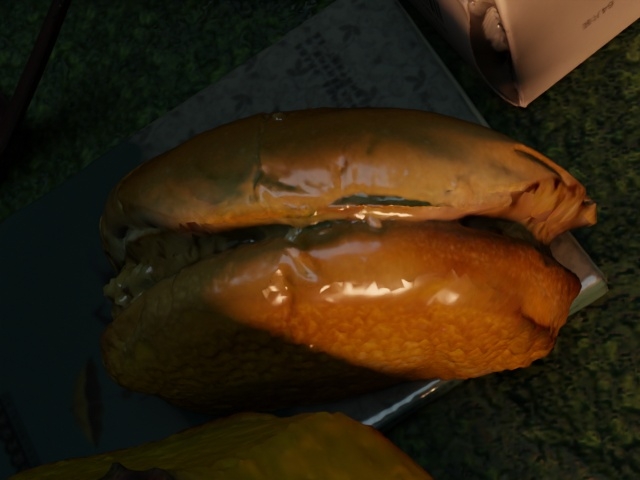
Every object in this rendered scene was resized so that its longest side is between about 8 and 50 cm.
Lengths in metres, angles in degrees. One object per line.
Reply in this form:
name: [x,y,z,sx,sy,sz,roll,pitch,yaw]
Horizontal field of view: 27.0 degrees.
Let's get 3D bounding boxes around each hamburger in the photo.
hamburger: [0.000,0.000,0.700,0.283,0.156,0.144,-11,65,15]

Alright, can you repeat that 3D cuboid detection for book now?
book: [-0.056,0.031,0.809,0.379,0.031,0.264,-34,62,1]

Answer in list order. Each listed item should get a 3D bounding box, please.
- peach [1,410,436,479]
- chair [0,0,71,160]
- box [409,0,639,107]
peach: [-0.063,0.239,0.609,0.306,0.242,0.380,-44,74,19]
chair: [-0.310,-0.077,0.889,0.175,0.183,0.326,52,134,27]
box: [0.174,-0.253,0.795,0.333,0.145,0.173,-38,61,-2]
